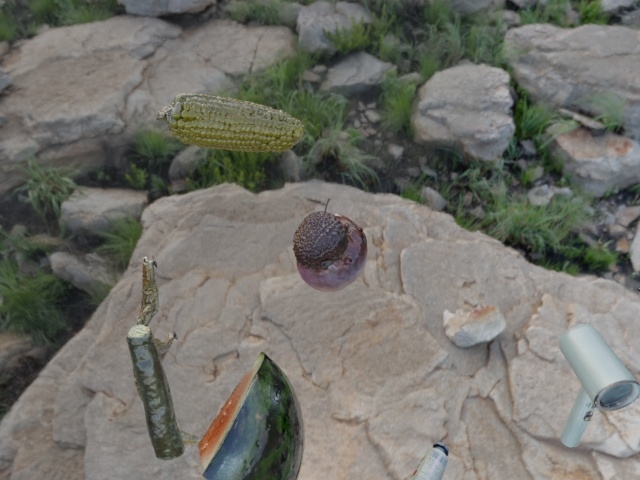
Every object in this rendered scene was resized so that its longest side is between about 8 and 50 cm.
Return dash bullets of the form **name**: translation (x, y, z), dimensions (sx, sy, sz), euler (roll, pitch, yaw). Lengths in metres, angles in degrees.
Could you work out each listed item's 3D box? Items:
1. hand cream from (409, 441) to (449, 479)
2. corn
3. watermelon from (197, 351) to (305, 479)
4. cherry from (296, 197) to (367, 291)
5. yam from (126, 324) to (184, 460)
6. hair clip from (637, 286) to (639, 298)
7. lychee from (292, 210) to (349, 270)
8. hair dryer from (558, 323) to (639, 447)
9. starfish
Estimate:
- **hand cream**: translation (0.246, 0.606, 1.326), dimensions (0.095, 0.059, 0.276), euler (40, 43, 9)
- **corn**: translation (-0.194, -0.254, 1.196), dimensions (0.321, 0.119, 0.119), euler (6, 54, -16)
- **watermelon**: translation (-0.065, 0.252, 0.659), dimensions (0.145, 0.137, 0.193), euler (40, 33, -7)
- **cherry**: translation (0.026, 0.042, 1.392), dimensions (0.175, 0.250, 0.192), euler (10, 60, -5)
- **yam**: translation (-0.300, 0.282, 0.992), dimensions (0.061, 0.274, 0.061), euler (-5, 20, 2)
- **hair clip**: translation (0.685, 0.186, 1.045), dimensions (0.101, 0.331, 0.085), euler (-30, 42, 4)
- **lychee**: translation (0.002, 0.000, 1.165), dimensions (0.123, 0.123, 0.129), euler (1, 48, 4)
- **hair dryer**: translation (0.451, 0.269, 0.929), dimensions (0.073, 0.237, 0.131), euler (-8, 36, -4)
- **starfish**: translation (-0.362, 0.294, 1.261), dimensions (0.132, 0.384, 0.398), euler (-16, 68, -13)
